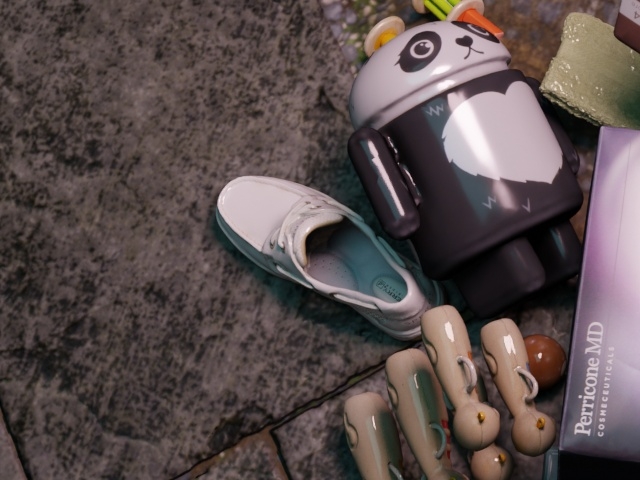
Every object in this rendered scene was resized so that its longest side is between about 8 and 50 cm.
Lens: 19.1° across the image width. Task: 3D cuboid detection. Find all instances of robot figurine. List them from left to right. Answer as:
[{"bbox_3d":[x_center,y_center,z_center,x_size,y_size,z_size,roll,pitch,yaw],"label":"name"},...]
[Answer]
[{"bbox_3d":[0.141,-0.072,1.793,0.173,0.209,0.278,-28,82,13],"label":"robot figurine"}]

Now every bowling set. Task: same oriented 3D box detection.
[{"bbox_3d":[0.156,0.162,1.724,0.200,0.287,0.154,-10,70,-19],"label":"bowling set"}]

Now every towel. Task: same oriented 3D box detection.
[{"bbox_3d":[0.289,-0.149,1.832,0.148,0.027,0.110,26,63,-5],"label":"towel"}]

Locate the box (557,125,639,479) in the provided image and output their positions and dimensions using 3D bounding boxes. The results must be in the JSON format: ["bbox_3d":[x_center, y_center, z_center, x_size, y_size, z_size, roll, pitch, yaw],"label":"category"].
[{"bbox_3d":[0.364,0.079,1.636,0.294,0.183,0.296,6,72,10],"label":"box"}]

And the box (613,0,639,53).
[{"bbox_3d":[0.458,-0.260,1.689,0.381,0.143,0.191,-34,57,-30],"label":"box"}]

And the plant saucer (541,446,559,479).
[{"bbox_3d":[0.226,0.281,1.736,0.067,0.018,0.192,1,70,21],"label":"plant saucer"}]

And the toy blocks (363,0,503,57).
[{"bbox_3d":[0.133,-0.188,1.930,0.123,0.054,0.148,-44,62,1],"label":"toy blocks"}]

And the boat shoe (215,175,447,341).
[{"bbox_3d":[0.000,0.000,1.884,0.277,0.096,0.098,28,82,28],"label":"boat shoe"}]
